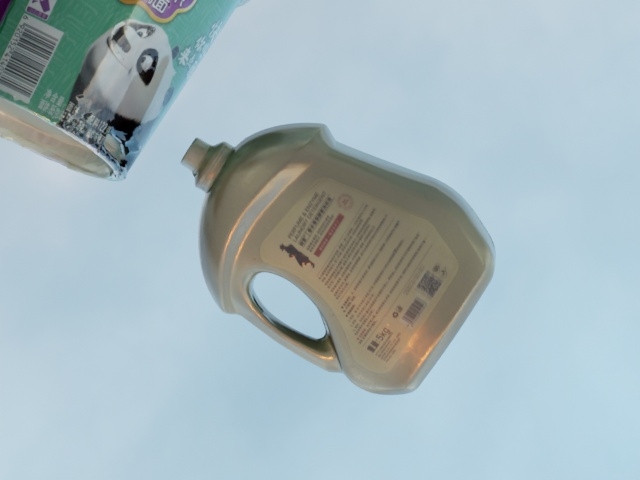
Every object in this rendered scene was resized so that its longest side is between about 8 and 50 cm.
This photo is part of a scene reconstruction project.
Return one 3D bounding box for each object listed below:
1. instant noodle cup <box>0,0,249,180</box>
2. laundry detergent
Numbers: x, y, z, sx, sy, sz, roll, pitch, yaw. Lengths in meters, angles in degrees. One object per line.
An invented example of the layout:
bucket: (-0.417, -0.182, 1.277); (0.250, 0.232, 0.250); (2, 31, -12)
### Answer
instant noodle cup: (-0.202, -0.172, 1.253); (0.251, 0.251, 0.190); (16, -104, 43)
laundry detergent: (0.000, 0.000, 1.243); (0.181, 0.253, 0.091); (-57, -175, 11)
